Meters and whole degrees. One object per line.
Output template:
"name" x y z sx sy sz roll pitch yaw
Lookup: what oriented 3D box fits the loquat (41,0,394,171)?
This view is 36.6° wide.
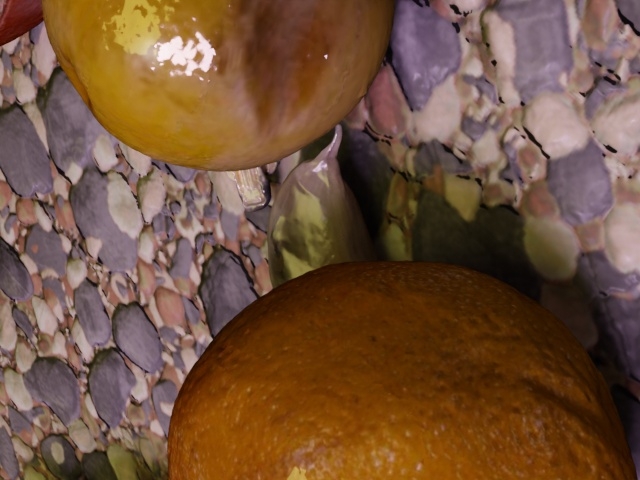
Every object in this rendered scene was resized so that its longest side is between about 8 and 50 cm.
"loquat" -0.058 -0.141 0.577 0.213 0.213 0.213 17 115 40

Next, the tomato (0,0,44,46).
"tomato" -0.283 -0.312 0.787 0.338 0.144 0.338 22 122 41

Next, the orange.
"orange" 0.046 0.133 0.551 0.264 0.264 0.264 17 115 40

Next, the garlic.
"garlic" 0.001 -0.001 0.683 0.084 0.066 0.152 -13 100 18

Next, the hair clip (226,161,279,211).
"hair clip" -0.073 -0.128 0.717 0.062 0.056 0.214 -12 104 29
